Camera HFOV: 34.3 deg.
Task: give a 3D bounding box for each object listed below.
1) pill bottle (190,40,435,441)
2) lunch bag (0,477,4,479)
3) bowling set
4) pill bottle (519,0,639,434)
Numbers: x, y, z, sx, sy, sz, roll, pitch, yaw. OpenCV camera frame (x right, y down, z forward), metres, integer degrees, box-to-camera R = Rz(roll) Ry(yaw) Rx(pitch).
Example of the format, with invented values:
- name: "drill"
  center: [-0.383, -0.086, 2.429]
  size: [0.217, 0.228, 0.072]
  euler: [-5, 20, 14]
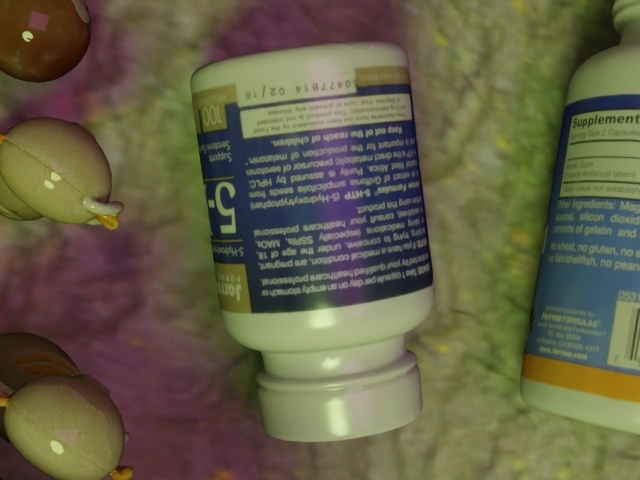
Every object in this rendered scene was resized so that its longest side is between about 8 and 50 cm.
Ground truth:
- name: "pill bottle"
  center: [0.000, 0.000, 0.527]
  size: [0.112, 0.112, 0.187]
  euler: [-9, 94, -24]
- name: "lunch bag"
  center: [-0.171, 0.255, 0.354]
  size: [0.287, 0.169, 0.235]
  euler: [-34, 64, -10]
- name: "bowling set"
  center: [-0.167, -0.050, 0.424]
  size: [0.287, 0.154, 0.200]
  euler: [33, 78, -22]
- name: "pill bottle"
  center: [0.210, -0.025, 0.602]
  size: [0.152, 0.152, 0.272]
  euler: [12, 86, -25]
